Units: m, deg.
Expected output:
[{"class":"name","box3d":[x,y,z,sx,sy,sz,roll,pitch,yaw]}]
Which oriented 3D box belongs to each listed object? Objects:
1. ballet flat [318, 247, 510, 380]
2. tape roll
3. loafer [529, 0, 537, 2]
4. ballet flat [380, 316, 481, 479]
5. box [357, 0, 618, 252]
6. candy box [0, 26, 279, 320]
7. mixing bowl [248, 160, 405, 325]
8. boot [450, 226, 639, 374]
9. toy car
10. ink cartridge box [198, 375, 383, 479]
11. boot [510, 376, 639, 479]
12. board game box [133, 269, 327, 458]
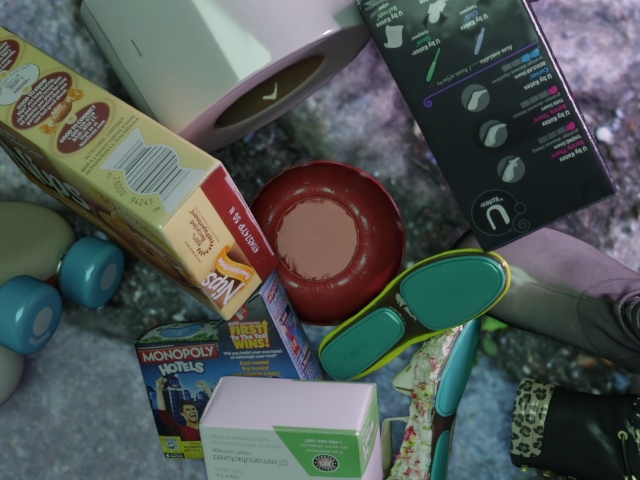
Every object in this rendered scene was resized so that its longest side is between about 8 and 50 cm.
[{"class":"ballet flat","box3d":[0.096,0.068,1.145,0.231,0.077,0.077,-34,92,24]},{"class":"tape roll","box3d":[-0.093,-0.213,1.113,0.246,0.246,0.169,-32,86,2]},{"class":"loafer","box3d":[0.166,-0.381,1.192,0.109,0.095,0.302,-37,80,33]},{"class":"ballet flat","box3d":[0.104,0.182,1.167,0.077,0.091,0.241,11,85,26]},{"class":"box","box3d":[0.164,-0.150,1.093,0.143,0.165,0.270,-26,100,15]},{"class":"candy box","box3d":[-0.201,-0.066,1.083,0.316,0.183,0.087,33,73,29]},{"class":"mixing bowl","box3d":[0.000,0.000,1.171,0.181,0.098,0.181,0,87,3]},{"class":"boot","box3d":[0.290,0.063,1.085,0.338,0.223,0.118,19,90,4]},{"class":"toy car","box3d":[-0.353,0.094,1.175,0.219,0.210,0.238,21,118,17]},{"class":"ink cartridge box","box3d":[-0.021,0.251,1.110,0.160,0.092,0.219,0,117,13]},{"class":"boot","box3d":[0.292,0.249,1.150,0.178,0.085,0.236,8,117,28]},{"class":"board game box","box3d":[-0.084,0.129,1.153,0.194,0.060,0.194,-4,113,14]}]
